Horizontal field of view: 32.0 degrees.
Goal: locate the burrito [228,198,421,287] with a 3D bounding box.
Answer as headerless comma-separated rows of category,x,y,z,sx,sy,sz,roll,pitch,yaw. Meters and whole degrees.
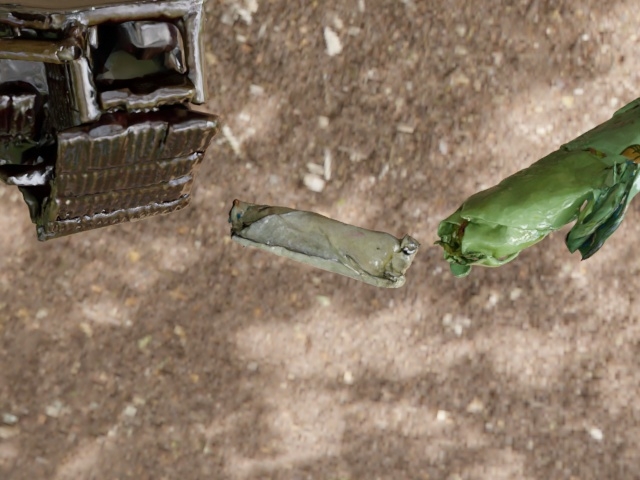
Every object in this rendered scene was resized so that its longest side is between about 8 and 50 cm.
burrito,0.000,0.001,0.985,0.171,0.051,0.042,17,147,0

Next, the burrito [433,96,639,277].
burrito,0.221,-0.049,0.851,0.288,0.104,0.054,-29,124,8

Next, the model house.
model house,-0.283,-0.125,1.167,0.317,0.297,0.282,-10,116,-18
